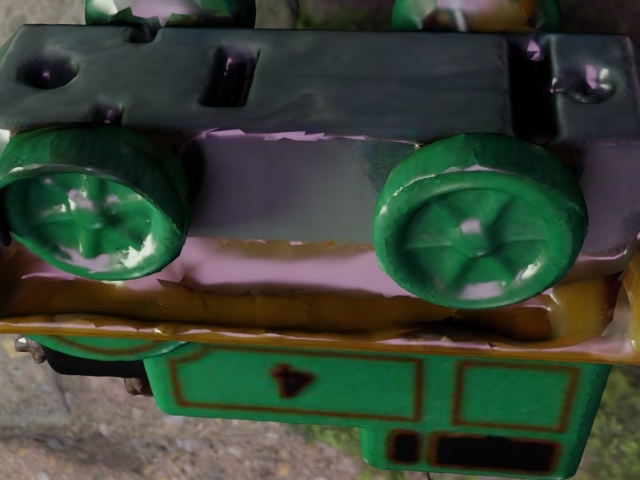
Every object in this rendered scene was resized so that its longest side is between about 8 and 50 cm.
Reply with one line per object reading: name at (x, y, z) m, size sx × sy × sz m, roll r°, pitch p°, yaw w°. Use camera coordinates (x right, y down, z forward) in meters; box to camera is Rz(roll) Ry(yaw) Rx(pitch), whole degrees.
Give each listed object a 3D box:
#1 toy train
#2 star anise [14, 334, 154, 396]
toy train at (0.000, 0.000, 0.484) m, size 0.429 × 0.178 × 0.249 m, roll 2°, pitch 135°, yaw 6°
star anise at (-0.127, 0.021, 0.631) m, size 0.197 × 0.073 × 0.212 m, roll 35°, pitch 115°, yaw -3°
